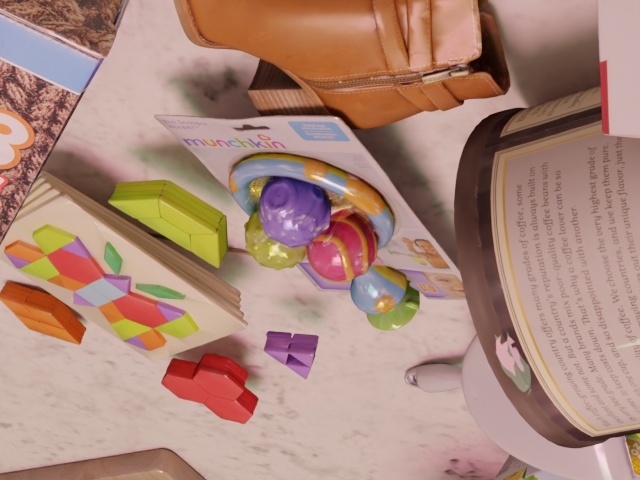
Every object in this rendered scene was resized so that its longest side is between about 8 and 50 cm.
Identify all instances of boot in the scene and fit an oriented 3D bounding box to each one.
[{"bbox_3d":[0.012,-0.132,0.816,0.152,0.073,0.197,-4,152,24],"label":"boot"}]

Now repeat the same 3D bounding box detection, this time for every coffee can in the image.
[{"bbox_3d":[0.240,-0.009,0.792,0.275,0.201,0.201,-16,135,33],"label":"coffee can"}]

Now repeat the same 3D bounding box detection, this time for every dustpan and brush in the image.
[{"bbox_3d":[0.132,0.102,1.075,0.211,0.060,0.147,-9,100,40],"label":"dustpan and brush"}]

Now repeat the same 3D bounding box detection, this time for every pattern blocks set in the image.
[{"bbox_3d":[-0.153,0.027,1.075,0.325,0.026,0.285,29,148,-11],"label":"pattern blocks set"}]

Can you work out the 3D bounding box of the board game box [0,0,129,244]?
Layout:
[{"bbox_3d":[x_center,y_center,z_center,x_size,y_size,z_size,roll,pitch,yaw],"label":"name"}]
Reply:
[{"bbox_3d":[-0.188,-0.120,0.756,0.141,0.232,0.291,24,141,-14],"label":"board game box"}]

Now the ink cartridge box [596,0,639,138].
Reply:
[{"bbox_3d":[0.170,-0.130,0.713,0.056,0.135,0.099,5,142,16],"label":"ink cartridge box"}]

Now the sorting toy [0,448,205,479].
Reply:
[{"bbox_3d":[-0.185,0.321,1.452,0.255,0.089,0.257,-13,135,31],"label":"sorting toy"}]

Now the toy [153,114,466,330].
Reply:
[{"bbox_3d":[0.000,0.000,0.965,0.137,0.056,0.237,3,156,31],"label":"toy"}]

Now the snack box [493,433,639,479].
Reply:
[{"bbox_3d":[0.250,0.202,1.117,0.174,0.070,0.207,41,145,-4],"label":"snack box"}]
